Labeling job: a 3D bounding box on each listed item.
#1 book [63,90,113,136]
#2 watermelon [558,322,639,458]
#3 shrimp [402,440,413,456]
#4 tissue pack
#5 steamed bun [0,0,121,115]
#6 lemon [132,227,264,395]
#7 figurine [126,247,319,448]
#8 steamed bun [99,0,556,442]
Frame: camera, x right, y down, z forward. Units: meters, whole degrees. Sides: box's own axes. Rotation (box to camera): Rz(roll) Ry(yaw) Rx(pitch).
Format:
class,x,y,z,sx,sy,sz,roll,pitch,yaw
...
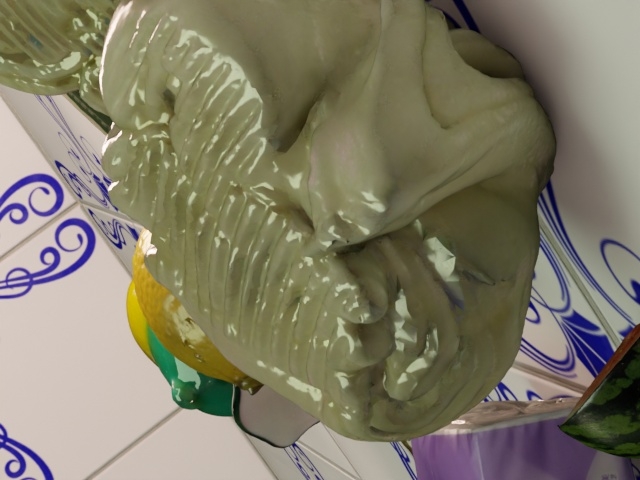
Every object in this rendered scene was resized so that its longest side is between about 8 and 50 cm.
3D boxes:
class,x,y,z,sx,sy,sz,roll,pitch,yaw
book,-0.201,-0.174,2.067,0.260,0.043,0.371,42,161,1
watermelon,0.243,0.090,1.305,0.094,0.125,0.135,-94,11,-52
shrimp,0.140,0.237,2.107,0.254,0.059,0.145,53,166,-5
tissue pack,0.191,0.308,1.587,0.242,0.160,0.338,151,109,-77
steamed bun,-0.200,-0.260,1.583,0.268,0.207,0.280,23,145,-8
lemon,-0.104,0.040,2.065,0.253,0.228,0.228,45,166,37
figurine,-0.138,0.127,2.442,0.340,0.231,0.323,28,152,51
steamed bun,0.020,-0.062,1.272,0.352,0.247,0.339,39,146,27
